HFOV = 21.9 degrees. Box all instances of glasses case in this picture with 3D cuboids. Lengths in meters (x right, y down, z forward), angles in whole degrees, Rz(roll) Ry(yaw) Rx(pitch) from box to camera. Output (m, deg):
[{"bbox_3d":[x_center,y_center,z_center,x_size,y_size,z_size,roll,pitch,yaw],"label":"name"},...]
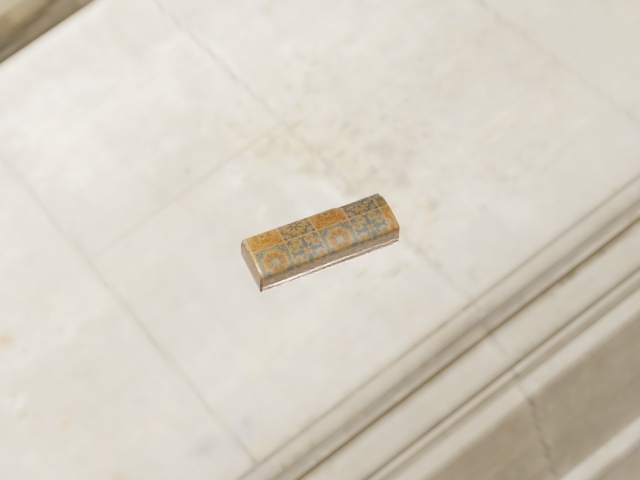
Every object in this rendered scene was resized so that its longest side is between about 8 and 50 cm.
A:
[{"bbox_3d":[0.000,0.000,2.364,0.049,0.218,0.075,94,-28,-56],"label":"glasses case"}]
